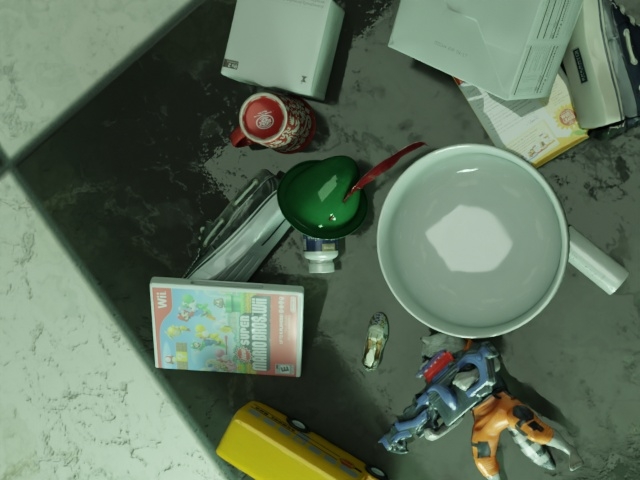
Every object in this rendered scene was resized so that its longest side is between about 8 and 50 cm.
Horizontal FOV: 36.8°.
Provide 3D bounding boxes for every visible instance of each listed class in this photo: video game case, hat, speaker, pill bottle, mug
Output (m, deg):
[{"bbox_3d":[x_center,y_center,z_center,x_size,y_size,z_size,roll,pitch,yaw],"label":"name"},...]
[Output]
[{"bbox_3d":[-0.176,0.166,1.822,0.285,0.025,0.204,4,122,2],"label":"video game case"},{"bbox_3d":[0.038,-0.126,1.724,0.173,0.208,0.183,44,146,10],"label":"hat"},{"bbox_3d":[0.483,0.035,1.717,0.136,0.055,0.055,40,100,9],"label":"speaker"},{"bbox_3d":[0.000,0.000,1.824,0.067,0.067,0.120,-1,92,13],"label":"pill bottle"},{"bbox_3d":[-0.093,-0.207,1.785,0.113,0.169,0.150,42,100,8],"label":"mug"}]

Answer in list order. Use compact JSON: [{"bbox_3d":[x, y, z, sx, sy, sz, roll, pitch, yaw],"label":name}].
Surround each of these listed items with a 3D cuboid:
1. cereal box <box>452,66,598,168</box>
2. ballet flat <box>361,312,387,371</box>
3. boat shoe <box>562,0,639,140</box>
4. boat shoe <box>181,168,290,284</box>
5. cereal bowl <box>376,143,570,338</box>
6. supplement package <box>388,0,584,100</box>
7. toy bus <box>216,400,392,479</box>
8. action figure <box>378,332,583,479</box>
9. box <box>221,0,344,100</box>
[{"bbox_3d":[0.366,-0.254,1.736,0.173,0.047,0.240,-31,85,14],"label":"cereal box"},{"bbox_3d":[0.103,0.195,1.823,0.041,0.041,0.114,12,95,13],"label":"ballet flat"},{"bbox_3d":[0.502,-0.354,1.653,0.158,0.127,0.341,-15,97,-16],"label":"boat shoe"},{"bbox_3d":[-0.176,0.005,1.856,0.335,0.121,0.119,-45,64,9],"label":"boat shoe"},{"bbox_3d":[0.278,0.001,1.711,0.338,0.141,0.339,0,89,20],"label":"cereal bowl"},{"bbox_3d":[0.278,-0.380,1.615,0.262,0.145,0.204,33,119,33],"label":"supplement package"},{"bbox_3d":[-0.022,0.434,1.816,0.332,0.130,0.108,30,99,11],"label":"toy bus"},{"bbox_3d":[0.275,0.319,1.759,0.341,0.178,0.330,-41,75,41],"label":"action figure"},{"bbox_3d":[-0.069,-0.372,1.799,0.181,0.119,0.182,15,96,12],"label":"box"}]
